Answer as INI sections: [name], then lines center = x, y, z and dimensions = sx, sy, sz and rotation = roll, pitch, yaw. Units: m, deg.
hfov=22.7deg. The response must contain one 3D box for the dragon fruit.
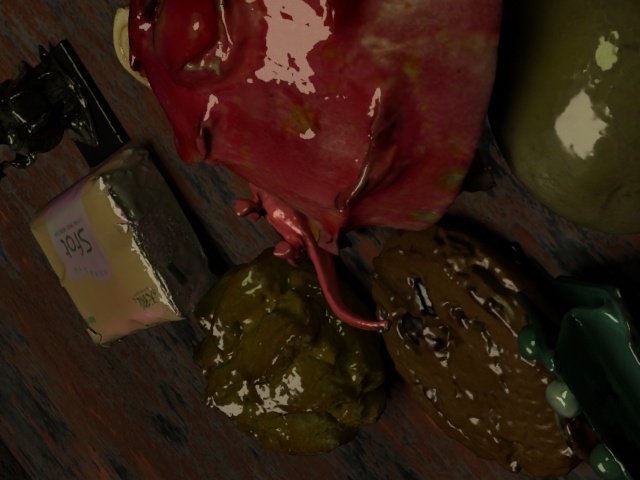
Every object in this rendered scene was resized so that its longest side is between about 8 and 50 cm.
[dragon fruit]
center = -0.019, -0.183, 1.172
dimensions = 0.386, 0.249, 0.371
rotation = 109, 156, -51

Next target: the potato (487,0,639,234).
[potato]
center = 0.194, -0.118, 1.123
dimensions = 0.178, 0.160, 0.235
rotation = -29, 79, 25

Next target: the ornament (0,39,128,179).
[ornament]
center = -0.383, -0.136, 2.018
dimensions = 0.166, 0.196, 0.153
rotation = 59, 153, -4

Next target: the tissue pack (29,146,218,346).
[tissue pack]
center = -0.249, 0.012, 2.046
dimensions = 0.256, 0.123, 0.215
rotation = -24, 97, 56

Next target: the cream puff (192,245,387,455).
[cream puff]
center = -0.035, 0.127, 1.780
dimensions = 0.244, 0.196, 0.244
rotation = 7, 100, 41

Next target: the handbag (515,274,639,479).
[handbag]
center = 0.249, 0.162, 1.284
dimensions = 0.269, 0.100, 0.274
rotation = 56, -178, -5

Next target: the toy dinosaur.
[toy dinosaur]
center = 0.001, -0.001, 1.621
dimensions = 0.286, 0.070, 0.139
rotation = 49, -169, 23

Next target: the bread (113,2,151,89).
[bread]
center = -0.150, -0.213, 1.685
dimensions = 0.149, 0.073, 0.122
rotation = 35, 142, 31

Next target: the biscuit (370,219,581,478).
[biscuit]
center = 0.147, 0.112, 1.550
dimensions = 0.296, 0.075, 0.296
rotation = 42, 151, 29
